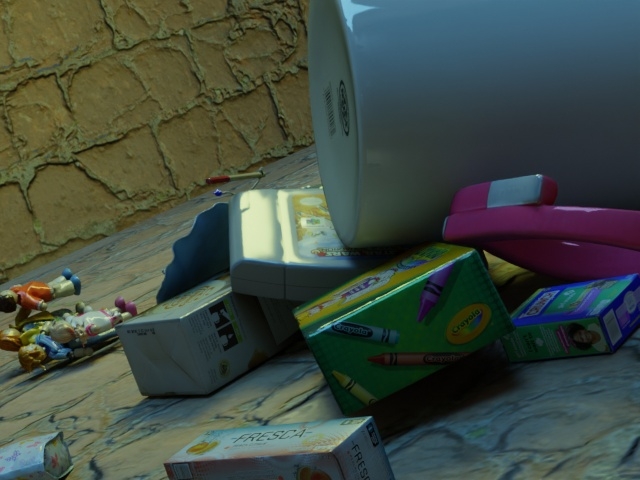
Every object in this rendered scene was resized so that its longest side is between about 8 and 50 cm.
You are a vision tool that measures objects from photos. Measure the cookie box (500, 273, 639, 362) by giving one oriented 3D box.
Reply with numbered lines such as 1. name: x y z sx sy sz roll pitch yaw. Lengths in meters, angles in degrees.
1. cookie box: 0.228 0.071 1.091 0.107 0.040 0.092 -13 14 41

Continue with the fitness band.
1. fitness band: 0.238 0.000 1.117 0.209 0.054 0.291 18 -8 -21

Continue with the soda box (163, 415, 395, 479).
1. soda box: -0.035 0.182 0.952 0.183 0.058 0.063 -11 13 39

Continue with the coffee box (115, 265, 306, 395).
1. coffee box: -0.103 0.093 1.468 0.246 0.098 0.141 -28 13 -40

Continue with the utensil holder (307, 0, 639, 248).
1. utensil holder: 0.200 -0.160 1.331 0.386 0.327 0.327 -7 7 -9

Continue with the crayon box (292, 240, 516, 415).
1. crayon box: 0.068 0.074 1.144 0.165 0.081 0.278 -27 3 -3

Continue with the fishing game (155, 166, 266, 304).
1. fishing game: -0.153 0.026 1.549 0.041 0.264 0.189 29 20 22

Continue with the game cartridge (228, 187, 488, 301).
1. game cartridge: 0.040 0.002 1.432 0.297 0.062 0.198 -1 26 -5

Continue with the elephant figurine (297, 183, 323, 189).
1. elephant figurine: 0.000 0.000 1.705 0.169 0.186 0.239 -58 14 -20

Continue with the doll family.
1. doll family: -0.402 0.142 1.854 0.163 0.118 0.263 -20 25 -38

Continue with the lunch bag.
1. lunch bag: -0.300 0.232 1.233 0.071 0.053 0.083 -17 0 5
